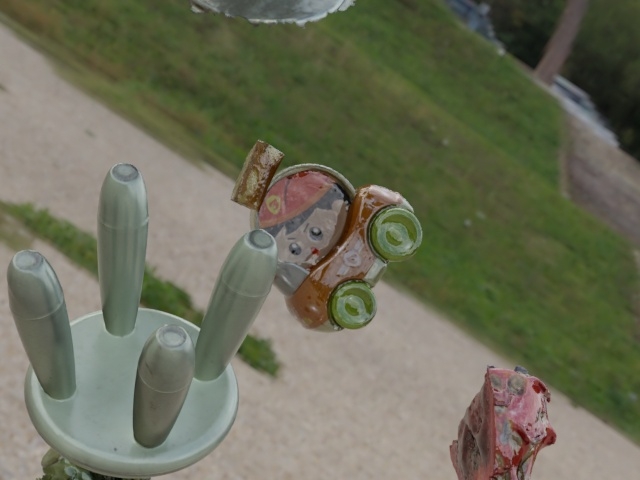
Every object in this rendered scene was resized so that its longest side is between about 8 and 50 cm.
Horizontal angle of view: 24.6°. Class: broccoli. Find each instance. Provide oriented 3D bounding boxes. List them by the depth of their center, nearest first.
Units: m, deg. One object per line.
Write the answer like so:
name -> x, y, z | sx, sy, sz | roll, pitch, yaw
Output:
broccoli -> -0.234, 0.257, 1.501 | 0.131, 0.130, 0.120 | 12, -37, 57

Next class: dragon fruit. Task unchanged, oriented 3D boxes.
dragon fruit -> 0.299, 0.341, 2.304 | 0.134, 0.212, 0.262 | 4, -33, -9

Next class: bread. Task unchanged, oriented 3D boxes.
bread -> -0.078, -0.079, 1.796 | 0.036, 0.083, 0.047 | 26, 2, 34

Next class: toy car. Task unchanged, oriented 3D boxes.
toy car -> 0.000, 0.000, 2.005 | 0.235, 0.235, 0.145 | 33, -7, -9

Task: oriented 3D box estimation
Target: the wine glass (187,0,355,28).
wine glass -> -0.044, -0.398, 1.487 | 0.238, 0.323, 0.238 | 6, 43, -6

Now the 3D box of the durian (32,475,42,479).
durian -> -0.386, 0.381, 1.911 | 0.108, 0.187, 0.119 | 6, -9, 2

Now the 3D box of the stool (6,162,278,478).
stool -> -0.155, 0.077, 1.287 | 0.195, 0.199, 0.195 | 28, 44, 13
